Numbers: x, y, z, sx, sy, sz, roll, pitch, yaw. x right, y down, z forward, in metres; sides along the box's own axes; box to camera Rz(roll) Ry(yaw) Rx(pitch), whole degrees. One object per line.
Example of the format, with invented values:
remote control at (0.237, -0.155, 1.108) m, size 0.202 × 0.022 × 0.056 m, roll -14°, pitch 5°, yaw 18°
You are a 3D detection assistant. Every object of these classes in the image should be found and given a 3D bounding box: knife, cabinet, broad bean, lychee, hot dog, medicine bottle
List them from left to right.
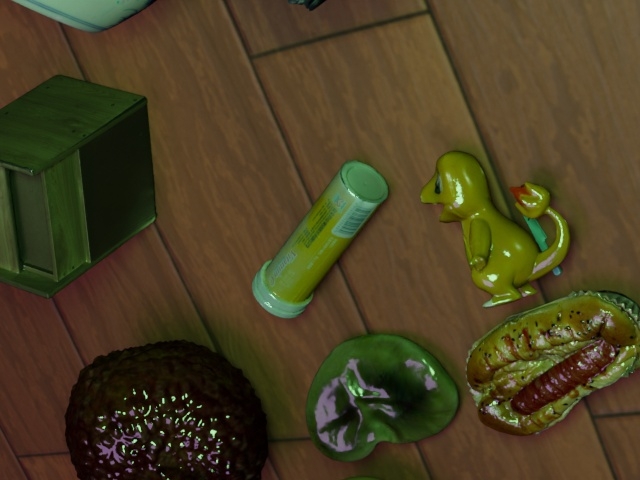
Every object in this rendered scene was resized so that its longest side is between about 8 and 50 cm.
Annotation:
cabinet at (-0.324, -0.070, 1.804) m, size 0.148 × 0.215 × 0.174 m, roll 16°, pitch 126°, yaw 26°
lychee at (-0.196, 0.247, 1.909) m, size 0.261 × 0.260 × 0.260 m, roll 17°, pitch 126°, yaw 25°
medicine bottle at (0.000, 0.000, 1.729) m, size 0.074 × 0.074 × 0.218 m, roll 42°, pitch 131°, yaw 5°
broad bean at (0.071, 0.186, 1.808) m, size 0.207 × 0.072 × 0.153 m, roll -35°, pitch 98°, yaw 31°
knife at (0.236, -0.002, 1.607) m, size 0.014 × 0.005 × 0.091 m, roll -21°, pitch 104°, yaw 42°
hot dog at (0.256, 0.130, 1.635) m, size 0.131 × 0.069 × 0.253 m, roll 51°, pitch 132°, yaw -2°

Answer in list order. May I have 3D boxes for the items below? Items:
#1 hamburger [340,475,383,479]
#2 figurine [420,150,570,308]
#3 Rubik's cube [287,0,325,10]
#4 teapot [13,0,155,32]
hamburger at (0.055, 0.370, 1.848) m, size 0.175 × 0.175 × 0.137 m, roll 18°, pitch 153°, yaw 25°
figurine at (0.186, -0.025, 1.575) m, size 0.122 × 0.121 × 0.176 m, roll -38°, pitch 81°, yaw 25°
Rubik's cube at (-0.002, -0.433, 1.298) m, size 0.305 × 0.310 × 0.307 m, roll 34°, pitch 131°, yaw 8°
teapot at (-0.248, -0.372, 1.563) m, size 0.424 × 0.252 × 0.280 m, roll 31°, pitch 100°, yaw 44°
